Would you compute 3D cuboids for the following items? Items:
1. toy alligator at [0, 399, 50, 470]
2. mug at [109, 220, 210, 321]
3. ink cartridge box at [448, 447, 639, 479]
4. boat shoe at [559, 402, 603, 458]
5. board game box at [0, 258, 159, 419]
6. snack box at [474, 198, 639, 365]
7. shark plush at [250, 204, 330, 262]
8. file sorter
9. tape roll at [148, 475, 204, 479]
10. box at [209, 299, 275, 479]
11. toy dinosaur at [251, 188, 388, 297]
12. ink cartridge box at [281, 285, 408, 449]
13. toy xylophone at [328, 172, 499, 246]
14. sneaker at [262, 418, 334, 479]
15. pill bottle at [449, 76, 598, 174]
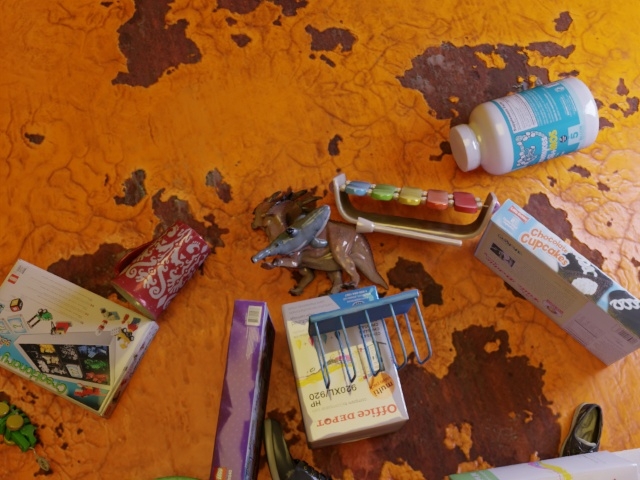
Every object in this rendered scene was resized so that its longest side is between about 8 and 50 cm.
[{"bbox_3d":[-0.538,0.340,1.291,0.189,0.056,0.051,34,34,14],"label":"toy alligator"},{"bbox_3d":[-0.311,0.042,1.362,0.150,0.113,0.169,37,72,13],"label":"mug"},{"bbox_3d":[0.402,0.461,1.146,0.353,0.119,0.207,-9,83,-1],"label":"ink cartridge box"},{"bbox_3d":[0.452,0.352,1.242,0.056,0.049,0.152,16,71,7],"label":"boat shoe"},{"bbox_3d":[-0.484,0.180,1.344,0.305,0.053,0.193,23,71,11],"label":"board game box"},{"bbox_3d":[0.425,0.078,1.274,0.322,0.187,0.060,41,76,15],"label":"snack box"},{"bbox_3d":[-0.056,-0.013,1.254,0.161,0.067,0.073,-19,70,-17],"label":"shark plush"},{"bbox_3d":[0.076,0.157,1.118,0.170,0.118,0.105,-14,73,-6],"label":"file sorter"},{"bbox_3d":[-0.242,0.557,1.181,0.321,0.077,0.322,-1,70,2],"label":"tape roll"},{"bbox_3d":[-0.127,0.268,1.218,0.057,0.201,0.294,5,69,3],"label":"box"},{"bbox_3d":[0.000,0.000,1.361,0.295,0.127,0.201,12,63,1],"label":"toy dinosaur"},{"bbox_3d":[0.038,0.226,1.243,0.171,0.168,0.233,-11,70,-4],"label":"ink cartridge box"},{"bbox_3d":[0.172,-0.059,1.331,0.322,0.236,0.081,6,102,0],"label":"toy xylophone"},{"bbox_3d":[-0.023,0.399,1.226,0.118,0.083,0.222,-17,87,-10],"label":"sneaker"},{"bbox_3d":[0.393,-0.216,1.409,0.263,0.146,0.146,-18,70,-4],"label":"pill bottle"}]
